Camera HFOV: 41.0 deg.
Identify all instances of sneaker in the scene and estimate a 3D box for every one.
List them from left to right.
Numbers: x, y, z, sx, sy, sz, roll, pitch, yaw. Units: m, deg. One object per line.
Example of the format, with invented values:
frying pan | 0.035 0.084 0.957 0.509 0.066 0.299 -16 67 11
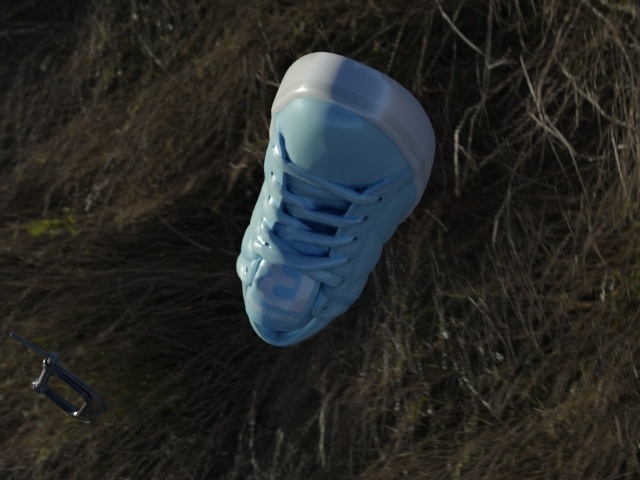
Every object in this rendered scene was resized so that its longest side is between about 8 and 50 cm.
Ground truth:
sneaker | 0.000 0.000 0.704 0.135 0.366 0.150 19 66 5

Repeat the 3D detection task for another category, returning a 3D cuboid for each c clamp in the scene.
c clamp | -0.331 0.180 1.083 0.137 0.161 0.022 33 56 -1
